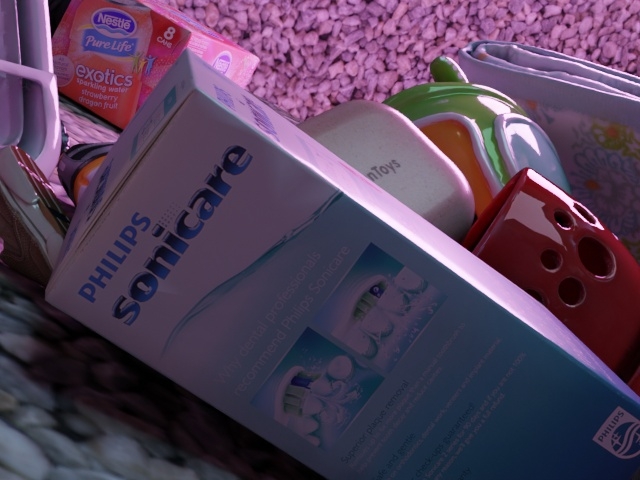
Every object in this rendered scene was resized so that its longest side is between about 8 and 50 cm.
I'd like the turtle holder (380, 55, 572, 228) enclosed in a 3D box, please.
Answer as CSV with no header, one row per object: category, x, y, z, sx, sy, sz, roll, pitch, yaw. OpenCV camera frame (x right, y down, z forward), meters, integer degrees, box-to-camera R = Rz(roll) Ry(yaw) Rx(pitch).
turtle holder,0.142,0.005,1.113,0.320,0.243,0.227,77,-12,-45

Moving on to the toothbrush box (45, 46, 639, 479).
toothbrush box,0.011,0.034,0.623,0.295,0.126,0.216,34,8,-13

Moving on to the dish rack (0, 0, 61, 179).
dish rack,-0.285,-0.197,0.690,0.072,0.333,0.285,-9,-8,25

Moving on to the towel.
towel,0.294,-0.030,1.216,0.090,0.320,0.374,-24,34,-30

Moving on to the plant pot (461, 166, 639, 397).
plant pot,0.169,0.066,0.849,0.174,0.191,0.191,35,9,4

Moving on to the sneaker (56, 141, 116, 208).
sneaker,-0.109,-0.034,0.875,0.215,0.084,0.083,20,8,-44

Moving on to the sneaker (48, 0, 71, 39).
sneaker,-0.370,-0.306,1.575,0.139,0.125,0.341,-4,25,-20

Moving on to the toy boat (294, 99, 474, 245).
toy boat,0.000,0.000,0.853,0.151,0.151,0.231,47,44,13

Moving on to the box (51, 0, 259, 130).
box,-0.205,-0.217,1.396,0.154,0.142,0.300,32,9,9

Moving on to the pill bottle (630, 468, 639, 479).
pill bottle,0.301,0.182,0.874,0.108,0.108,0.180,28,9,-10

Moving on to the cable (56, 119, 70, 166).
cable,-0.282,-0.108,0.887,0.150,0.047,0.184,18,16,-32

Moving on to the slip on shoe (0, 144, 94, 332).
slip on shoe,-0.160,0.004,0.634,0.135,0.041,0.051,54,3,23
